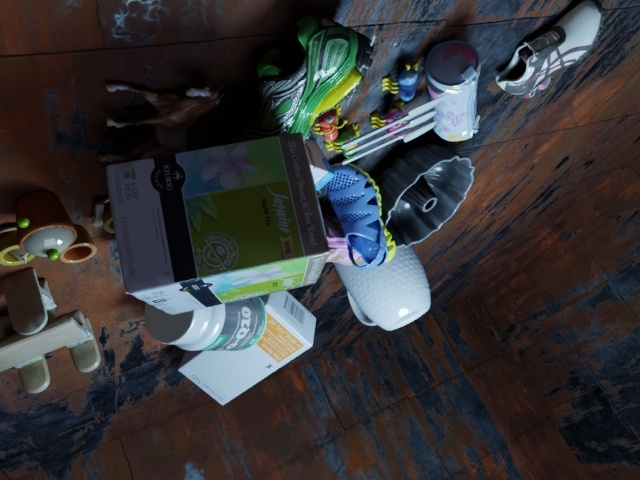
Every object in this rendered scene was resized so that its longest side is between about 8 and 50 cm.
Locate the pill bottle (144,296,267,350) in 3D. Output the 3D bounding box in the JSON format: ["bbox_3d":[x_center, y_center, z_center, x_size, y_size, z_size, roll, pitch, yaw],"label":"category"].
[{"bbox_3d":[-0.328,0.221,1.568,0.204,0.204,0.361,-34,158,15],"label":"pill bottle"}]

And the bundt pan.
[{"bbox_3d":[0.277,-0.140,1.532,0.331,0.124,0.331,-26,146,-20],"label":"bundt pan"}]

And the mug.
[{"bbox_3d":[0.205,0.154,1.881,0.276,0.328,0.374,-12,153,-34],"label":"mug"}]

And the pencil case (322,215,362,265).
[{"bbox_3d":[0.000,0.000,1.469,0.167,0.160,0.386,-40,163,21],"label":"pencil case"}]

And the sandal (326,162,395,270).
[{"bbox_3d":[0.099,-0.050,1.371,0.126,0.317,0.138,-16,-158,31],"label":"sandal"}]

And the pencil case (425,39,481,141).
[{"bbox_3d":[0.303,-0.329,1.210,0.113,0.124,0.273,-30,157,5],"label":"pencil case"}]

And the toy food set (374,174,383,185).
[{"bbox_3d":[0.192,-0.152,1.580,0.192,0.038,0.132,-39,156,25],"label":"toy food set"}]

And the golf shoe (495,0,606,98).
[{"bbox_3d":[0.540,-0.447,1.260,0.120,0.105,0.273,-2,146,-35],"label":"golf shoe"}]

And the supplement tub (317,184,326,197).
[{"bbox_3d":[-0.087,-0.106,1.264,0.198,0.106,0.106,-22,157,-14],"label":"supplement tub"}]

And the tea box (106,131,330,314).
[{"bbox_3d":[-0.170,-0.014,0.986,0.323,0.220,0.329,-13,168,-7],"label":"tea box"}]

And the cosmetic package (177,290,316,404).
[{"bbox_3d":[-0.259,0.365,1.889,0.453,0.230,0.161,-38,-160,22],"label":"cosmetic package"}]

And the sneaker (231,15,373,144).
[{"bbox_3d":[-0.068,-0.264,0.955,0.146,0.134,0.343,21,136,-30],"label":"sneaker"}]

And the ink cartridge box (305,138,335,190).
[{"bbox_3d":[-0.054,-0.178,1.144,0.060,0.104,0.180,-38,157,23],"label":"ink cartridge box"}]

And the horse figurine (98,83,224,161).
[{"bbox_3d":[-0.284,-0.182,0.924,0.174,0.066,0.263,-8,150,-31],"label":"horse figurine"}]

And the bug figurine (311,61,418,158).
[{"bbox_3d":[0.108,-0.270,1.177,0.279,0.072,0.216,-28,158,-1],"label":"bug figurine"}]

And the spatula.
[{"bbox_3d":[0.156,-0.234,1.186,0.242,0.019,0.168,-26,172,-2],"label":"spatula"}]

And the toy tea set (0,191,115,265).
[{"bbox_3d":[-0.457,0.007,1.053,0.336,0.124,0.200,-3,147,-46],"label":"toy tea set"}]

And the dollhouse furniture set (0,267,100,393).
[{"bbox_3d":[-0.734,0.306,1.210,0.394,0.256,0.362,-22,158,-14],"label":"dollhouse furniture set"}]
